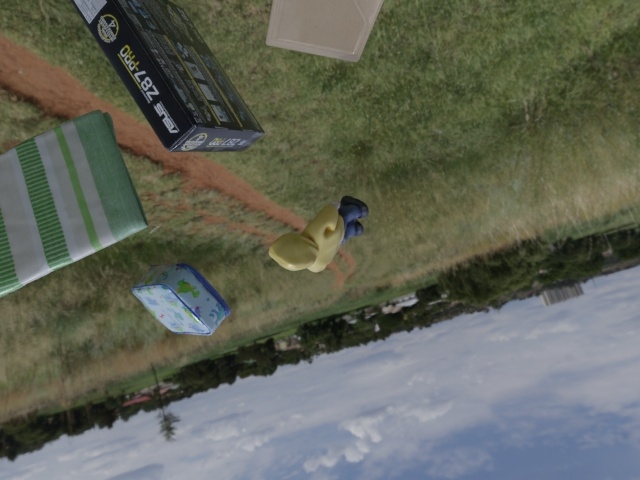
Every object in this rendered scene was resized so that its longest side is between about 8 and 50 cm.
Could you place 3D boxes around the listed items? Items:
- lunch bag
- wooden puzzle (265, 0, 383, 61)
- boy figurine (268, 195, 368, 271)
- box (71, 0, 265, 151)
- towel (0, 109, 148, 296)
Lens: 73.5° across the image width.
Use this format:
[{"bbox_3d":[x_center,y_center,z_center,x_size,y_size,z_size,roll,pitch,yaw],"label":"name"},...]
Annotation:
[{"bbox_3d":[-0.318,0.137,0.976,0.219,0.176,0.090,-11,-147,46],"label":"lunch bag"},{"bbox_3d":[0.009,-0.485,0.903,0.221,0.044,0.238,5,159,-14],"label":"wooden puzzle"},{"bbox_3d":[0.000,0.000,0.968,0.285,0.092,0.177,-34,145,-43],"label":"boy figurine"},{"bbox_3d":[-0.325,-0.387,0.970,0.097,0.395,0.318,-33,180,23],"label":"box"},{"bbox_3d":[-0.456,-0.052,0.680,0.325,0.248,0.038,-26,161,-2],"label":"towel"}]
